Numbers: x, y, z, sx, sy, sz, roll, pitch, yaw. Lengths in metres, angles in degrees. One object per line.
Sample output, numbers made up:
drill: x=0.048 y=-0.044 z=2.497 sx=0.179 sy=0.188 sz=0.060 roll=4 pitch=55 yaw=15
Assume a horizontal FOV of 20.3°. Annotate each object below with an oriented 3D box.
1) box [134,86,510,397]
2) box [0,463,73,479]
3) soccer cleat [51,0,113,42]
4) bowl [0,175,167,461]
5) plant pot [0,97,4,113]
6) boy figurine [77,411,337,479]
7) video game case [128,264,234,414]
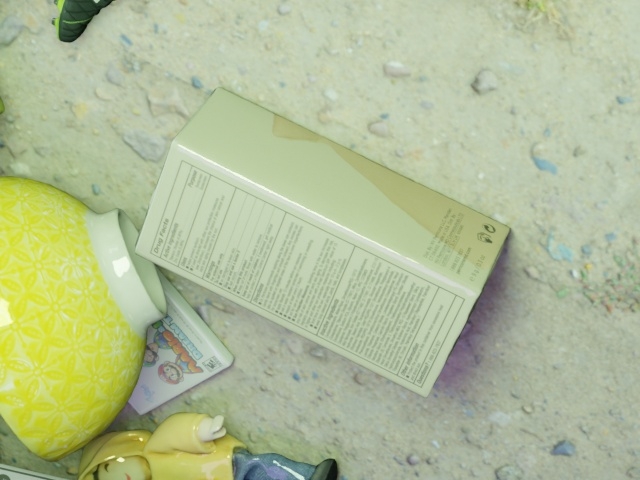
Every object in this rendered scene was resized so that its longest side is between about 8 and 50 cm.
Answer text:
box: x=0.000 y=0.000 z=1.659 sx=0.311 sy=0.121 sz=0.148 roll=27 pitch=127 yaw=4
box: x=-0.279 y=0.314 z=1.903 sx=0.290 sy=0.087 sz=0.169 roll=9 pitch=156 yaw=24
soccer cleat: x=-0.191 y=-0.243 z=1.625 sx=0.072 sy=0.060 sz=0.179 roll=27 pitch=126 yaw=-6
bowl: x=-0.240 y=0.052 z=1.709 sx=0.156 sy=0.289 sz=0.289 roll=-23 pitch=112 yaw=4
plant pot: x=-0.436 y=-0.171 z=1.664 sx=0.276 sy=0.276 sz=0.254 roll=-12 pitch=126 yaw=28
boy figurine: x=-0.124 y=0.248 z=1.886 sx=0.285 sy=0.092 sz=0.177 roll=11 pitch=131 yaw=13
video game case: x=-0.189 y=0.097 z=1.861 sx=0.143 sy=0.019 sz=0.157 roll=-31 pitch=106 yaw=34
